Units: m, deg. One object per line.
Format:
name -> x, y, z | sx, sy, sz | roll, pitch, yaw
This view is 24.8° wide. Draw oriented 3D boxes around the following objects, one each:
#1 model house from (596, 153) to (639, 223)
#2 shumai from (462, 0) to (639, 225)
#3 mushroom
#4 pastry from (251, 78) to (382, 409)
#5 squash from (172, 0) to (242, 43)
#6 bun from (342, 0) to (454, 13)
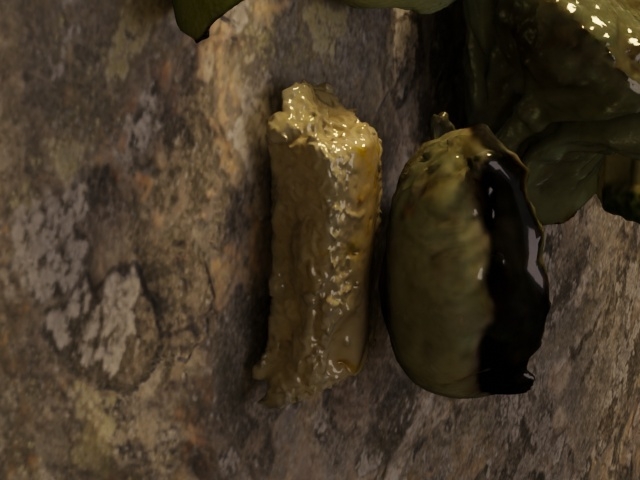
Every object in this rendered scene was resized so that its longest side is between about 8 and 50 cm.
model house -> 0.416, -0.188, 1.600 | 0.321, 0.261, 0.266 | -80, 165, -69
shumai -> 0.201, -0.151, 1.387 | 0.263, 0.304, 0.309 | -56, -166, 30
mushroom -> 0.107, 0.020, 1.248 | 0.344, 0.130, 0.247 | 99, -23, -85
pastry -> 0.002, 0.000, 1.174 | 0.121, 0.089, 0.258 | -40, 137, -66
squash -> -0.061, -0.281, 0.918 | 0.137, 0.137, 0.287 | -48, 137, -43
bun -> 0.080, -0.285, 1.182 | 0.221, 0.108, 0.221 | -31, 126, -54
